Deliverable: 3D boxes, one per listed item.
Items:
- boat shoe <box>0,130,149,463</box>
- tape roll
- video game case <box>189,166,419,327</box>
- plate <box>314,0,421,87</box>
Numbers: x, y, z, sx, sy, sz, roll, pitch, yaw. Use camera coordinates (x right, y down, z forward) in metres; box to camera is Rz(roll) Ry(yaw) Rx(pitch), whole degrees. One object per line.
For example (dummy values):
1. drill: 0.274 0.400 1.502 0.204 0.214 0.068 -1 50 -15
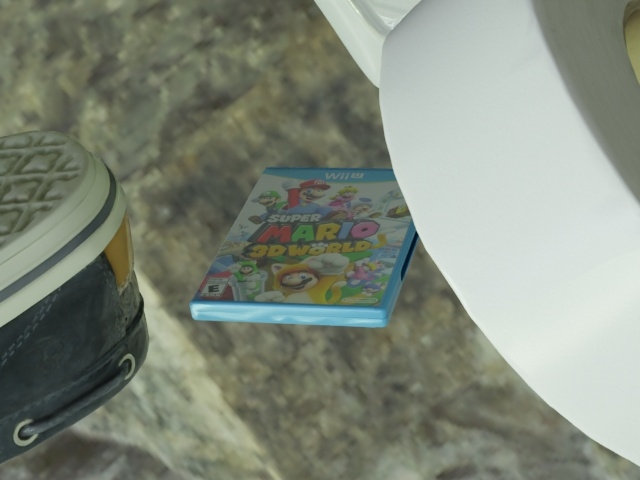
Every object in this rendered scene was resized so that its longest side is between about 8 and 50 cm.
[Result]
1. boat shoe: -0.308 0.126 0.817 0.500 0.156 0.187 -32 -142 -12
2. tape roll: 0.164 -0.032 0.739 0.100 0.286 0.286 -40 -157 34
3. video game case: 0.000 0.000 0.935 0.119 0.015 0.166 1 -149 16
4. plate: 0.090 -0.301 1.350 0.277 0.278 0.045 -31 -158 18
